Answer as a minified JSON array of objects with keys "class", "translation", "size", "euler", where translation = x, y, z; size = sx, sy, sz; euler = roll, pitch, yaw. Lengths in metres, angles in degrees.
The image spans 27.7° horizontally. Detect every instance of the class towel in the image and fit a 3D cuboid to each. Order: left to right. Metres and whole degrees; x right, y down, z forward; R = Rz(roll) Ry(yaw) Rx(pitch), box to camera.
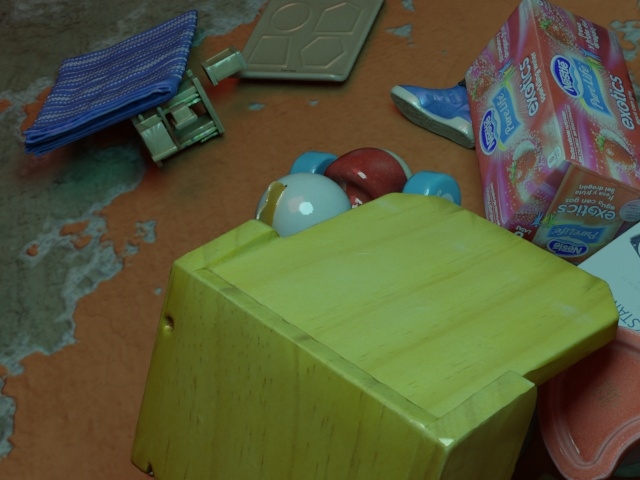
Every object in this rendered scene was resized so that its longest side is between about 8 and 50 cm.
[{"class":"towel","translation":[-0.305,-0.244,1.922],"size":[0.243,0.040,0.336],"euler":[-21,27,11]}]

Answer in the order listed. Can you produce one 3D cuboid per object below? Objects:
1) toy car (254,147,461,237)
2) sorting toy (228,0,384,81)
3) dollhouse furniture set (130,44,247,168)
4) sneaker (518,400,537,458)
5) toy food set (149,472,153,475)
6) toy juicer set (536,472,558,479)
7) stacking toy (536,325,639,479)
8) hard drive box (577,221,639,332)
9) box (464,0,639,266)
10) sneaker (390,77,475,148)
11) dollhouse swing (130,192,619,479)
[{"class":"toy car","translation":[0.000,0.000,1.488],"size":[0.219,0.210,0.238],"euler":[14,14,42]},{"class":"sorting toy","translation":[-0.018,-0.301,1.949],"size":[0.193,0.038,0.208],"euler":[5,48,26]},{"class":"dollhouse furniture set","translation":[-0.162,-0.170,1.816],"size":[0.182,0.101,0.161],"euler":[-29,26,-5]},{"class":"sneaker","translation":[0.136,0.184,1.343],"size":[0.125,0.180,0.321],"euler":[4,52,25]},{"class":"toy food set","translation":[-0.110,0.252,1.480],"size":[0.192,0.038,0.132],"euler":[23,61,36]},{"class":"toy juicer set","translation":[0.283,0.294,1.248],"size":[0.329,0.089,0.209],"euler":[7,53,28]},{"class":"stacking toy","translation":[0.378,0.174,1.202],"size":[0.309,0.130,0.279],"euler":[-28,56,16]},{"class":"hard drive box","translation":[0.370,0.081,1.406],"size":[0.232,0.089,0.181],"euler":[-35,46,-10]},{"class":"box","translation":[0.281,-0.130,1.556],"size":[0.142,0.154,0.300],"euler":[19,44,-21]},{"class":"sneaker","translation":[0.172,-0.189,1.748],"size":[0.152,0.058,0.084],"euler":[30,72,34]},{"class":"dollhouse swing","translation":[0.062,0.151,1.238],"size":[0.347,0.315,0.305],"euler":[30,24,37]}]
